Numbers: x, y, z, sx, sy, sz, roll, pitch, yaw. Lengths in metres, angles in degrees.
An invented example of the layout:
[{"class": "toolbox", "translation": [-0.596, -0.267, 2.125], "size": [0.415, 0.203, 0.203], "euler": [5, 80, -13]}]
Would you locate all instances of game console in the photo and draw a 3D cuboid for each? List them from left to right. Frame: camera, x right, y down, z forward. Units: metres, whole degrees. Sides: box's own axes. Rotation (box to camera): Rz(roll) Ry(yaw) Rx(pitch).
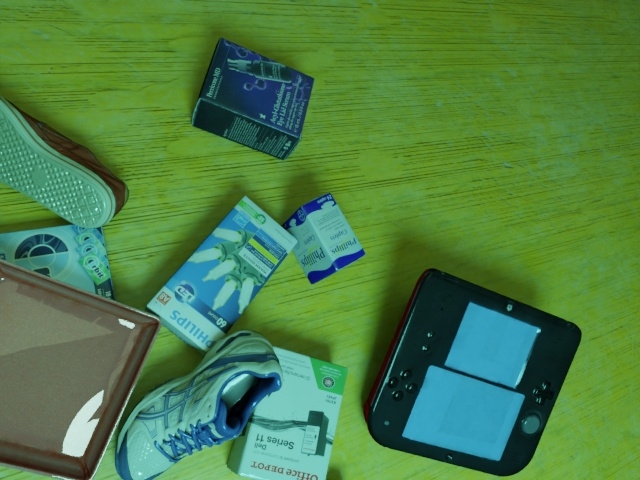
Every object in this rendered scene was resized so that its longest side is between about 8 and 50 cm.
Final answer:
[{"class": "game console", "translation": [0.298, 0.268, 0.917], "size": [0.387, 0.060, 0.342], "euler": [21, 96, -17]}]

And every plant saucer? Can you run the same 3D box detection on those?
[{"class": "plant saucer", "translation": [-0.408, 0.190, 0.695], "size": [0.259, 0.048, 0.258], "euler": [26, 75, -20]}]

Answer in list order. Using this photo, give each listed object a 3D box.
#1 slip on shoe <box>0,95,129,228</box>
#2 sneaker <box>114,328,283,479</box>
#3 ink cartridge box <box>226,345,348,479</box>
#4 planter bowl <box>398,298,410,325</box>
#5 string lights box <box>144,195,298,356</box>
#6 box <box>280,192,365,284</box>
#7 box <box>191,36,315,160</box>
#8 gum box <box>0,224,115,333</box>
[{"class": "slip on shoe", "translation": [-0.463, -0.140, 0.783], "size": [0.331, 0.123, 0.101], "euler": [35, 20, 0]}, {"class": "sneaker", "translation": [-0.185, 0.262, 0.713], "size": [0.296, 0.131, 0.112], "euler": [-45, 121, -8]}, {"class": "ink cartridge box", "translation": [-0.054, 0.306, 0.818], "size": [0.153, 0.087, 0.208], "euler": [20, 68, -16]}, {"class": "planter bowl", "translation": [0.278, 0.199, 0.993], "size": [0.217, 0.090, 0.217], "euler": [7, 71, -22]}, {"class": "string lights box", "translation": [-0.172, 0.061, 0.849], "size": [0.133, 0.077, 0.259], "euler": [40, 63, -9]}, {"class": "box", "translation": [0.000, 0.000, 0.915], "size": [0.072, 0.126, 0.137], "euler": [-28, 86, -29]}, {"class": "box", "translation": [-0.135, -0.279, 0.955], "size": [0.207, 0.108, 0.153], "euler": [17, 68, -18]}, {"class": "gum box", "translation": [-0.436, 0.059, 0.757], "size": [0.184, 0.041, 0.157], "euler": [-9, 78, -26]}]
